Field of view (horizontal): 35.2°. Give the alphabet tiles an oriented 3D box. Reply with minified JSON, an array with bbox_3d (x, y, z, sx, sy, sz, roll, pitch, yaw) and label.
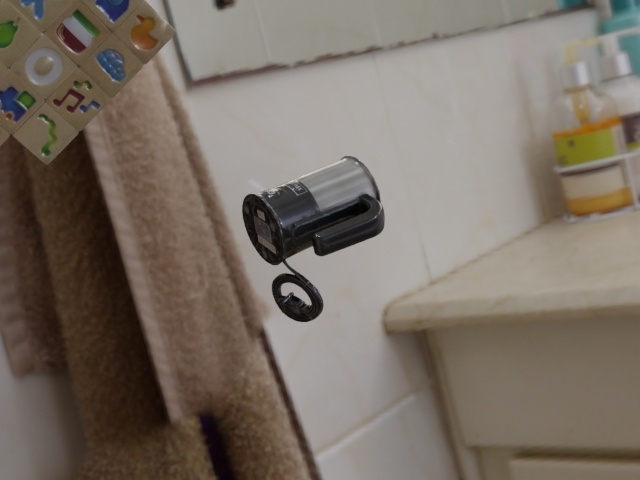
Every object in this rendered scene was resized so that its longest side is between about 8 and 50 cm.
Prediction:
[{"bbox_3d":[-0.339,-0.259,1.154,0.342,0.285,0.011,-46,32,-2],"label":"alphabet tiles"}]

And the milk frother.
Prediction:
[{"bbox_3d":[0.000,0.000,1.131,0.135,0.143,0.129,-23,51,-26],"label":"milk frother"}]
